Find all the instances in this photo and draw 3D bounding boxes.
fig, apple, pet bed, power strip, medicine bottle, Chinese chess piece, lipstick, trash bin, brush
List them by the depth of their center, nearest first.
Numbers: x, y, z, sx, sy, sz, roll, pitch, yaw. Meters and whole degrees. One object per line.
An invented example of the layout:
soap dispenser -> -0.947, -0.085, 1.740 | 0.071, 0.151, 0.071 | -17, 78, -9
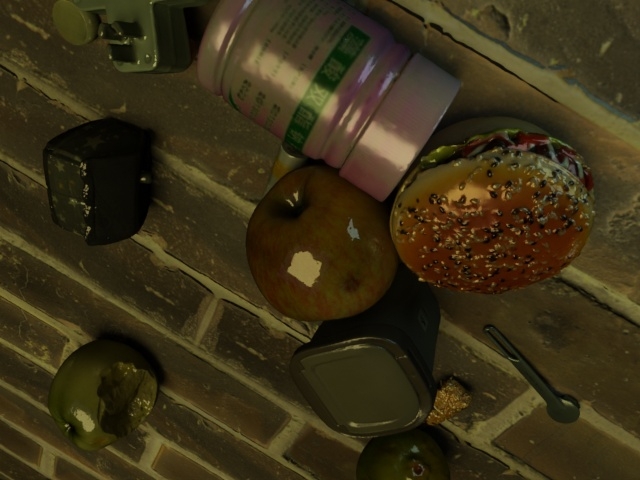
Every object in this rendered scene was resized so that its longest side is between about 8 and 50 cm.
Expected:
medicine bottle -> 0.010, -0.226, 0.825 | 0.325, 0.212, 0.212 | 34, 130, -1
power strip -> -0.280, -0.384, 0.852 | 0.229, 0.141, 0.261 | 3, 105, 23
apple -> 0.000, 0.000, 0.955 | 0.264, 0.264, 0.264 | 12, 127, 16
Chinese chess piece -> -0.435, -0.391, 1.021 | 0.084, 0.034, 0.084 | 13, 128, 18
trash bin -> 0.103, 0.188, 1.053 | 0.219, 0.250, 0.220 | -15, 116, 31
lipstick -> -0.084, -0.068, 1.079 | 0.059, 0.059, 0.264 | 28, 130, 4
brush -> 0.409, 0.258, 1.119 | 0.266, 0.027, 0.062 | 47, 128, -7
pet bed -> -0.411, -0.108, 1.120 | 0.159, 0.183, 0.211 | 23, 128, 15
fig -> 0.174, 0.537, 1.304 | 0.207, 0.207, 0.230 | 42, 133, -8
apple -> -0.577, 0.401, 1.520 | 0.279, 0.279, 0.279 | 12, 127, 16

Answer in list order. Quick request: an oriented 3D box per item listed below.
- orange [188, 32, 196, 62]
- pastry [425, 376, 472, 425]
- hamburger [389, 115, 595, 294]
orange -> -0.247, -0.324, 0.967 | 0.086, 0.062, 0.086 | 9, 110, 24
pastry -> 0.257, 0.349, 1.226 | 0.080, 0.056, 0.140 | 40, 133, 8
hamburger -> 0.246, -0.040, 0.849 | 0.300, 0.176, 0.300 | 4, 133, 4
